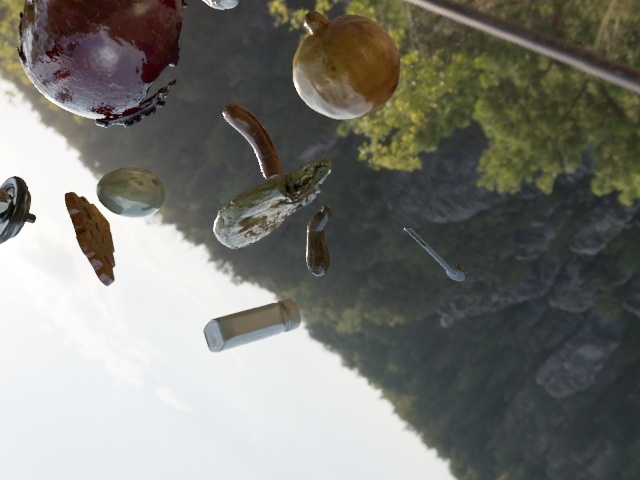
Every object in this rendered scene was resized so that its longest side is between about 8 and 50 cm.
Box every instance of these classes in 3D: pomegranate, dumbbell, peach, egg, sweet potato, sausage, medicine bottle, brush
[{"bbox_3d":[0.077,-0.626,2.270,0.410,0.410,0.410,42,180,0],"label":"pomegranate"},{"bbox_3d":[-0.859,-0.097,1.628,0.290,0.192,0.192,23,-167,-42],"label":"dumbbell"},{"bbox_3d":[-0.483,-0.450,1.446,0.354,0.338,0.416,9,154,-9],"label":"peach"},{"bbox_3d":[-0.556,-0.141,1.895,0.209,0.151,0.151,5,-151,-49],"label":"egg"},{"bbox_3d":[-0.005,-0.003,2.019,0.081,0.232,0.062,12,-165,32],"label":"sweet potato"},{"bbox_3d":[-0.225,-0.354,2.268,0.076,0.103,0.302,-15,111,56],"label":"sausage"},{"bbox_3d":[-0.211,0.268,2.053,0.161,0.296,0.111,-32,75,52],"label":"medicine bottle"},{"bbox_3d":[0.353,0.037,1.989,0.266,0.027,0.062,41,148,-20],"label":"brush"}]

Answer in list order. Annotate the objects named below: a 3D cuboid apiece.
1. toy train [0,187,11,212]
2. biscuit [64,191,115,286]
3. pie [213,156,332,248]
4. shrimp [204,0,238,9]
[{"bbox_3d":[-0.732,-0.119,1.392,0.137,0.050,0.087,54,-166,14],"label":"toy train"},{"bbox_3d":[-0.651,-0.015,1.863,0.306,0.043,0.283,-126,16,-77],"label":"biscuit"},{"bbox_3d":[-0.116,-0.084,1.516,0.075,0.338,0.337,55,-178,7],"label":"pie"},{"bbox_3d":[-0.255,-0.683,1.660,0.164,0.062,0.317,46,158,-21],"label":"shrimp"}]
